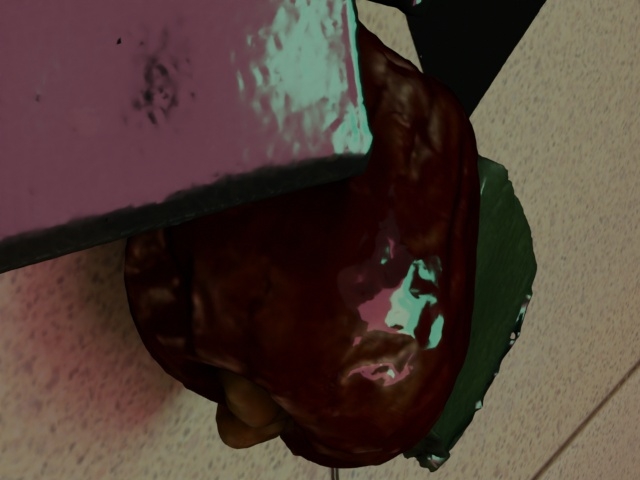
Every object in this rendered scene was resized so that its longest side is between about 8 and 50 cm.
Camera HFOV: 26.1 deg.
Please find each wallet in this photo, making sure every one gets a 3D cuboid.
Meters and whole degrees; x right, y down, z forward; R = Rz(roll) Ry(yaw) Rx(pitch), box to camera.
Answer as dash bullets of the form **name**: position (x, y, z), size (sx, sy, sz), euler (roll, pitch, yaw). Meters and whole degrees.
- **wallet**: position (-0.122, -0.078, 0.676), size (0.321, 0.044, 0.170), euler (-17, 109, -25)

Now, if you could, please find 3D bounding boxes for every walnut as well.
- **walnut**: position (0.000, 0.000, 0.878), size (0.244, 0.221, 0.269), euler (86, 24, -71)

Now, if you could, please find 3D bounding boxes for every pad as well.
- **pad**: position (0.153, -0.234, 1.174), size (0.267, 0.004, 0.181), euler (-54, 144, -25)

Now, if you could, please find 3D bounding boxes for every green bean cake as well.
- **green bean cake**: position (0.077, 0.051, 1.086), size (0.222, 0.125, 0.227), euler (-65, 149, -16)

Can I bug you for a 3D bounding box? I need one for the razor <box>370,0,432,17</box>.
- **razor**: position (-0.015, -0.253, 0.809), size (0.349, 0.113, 0.204), euler (4, 104, -58)
